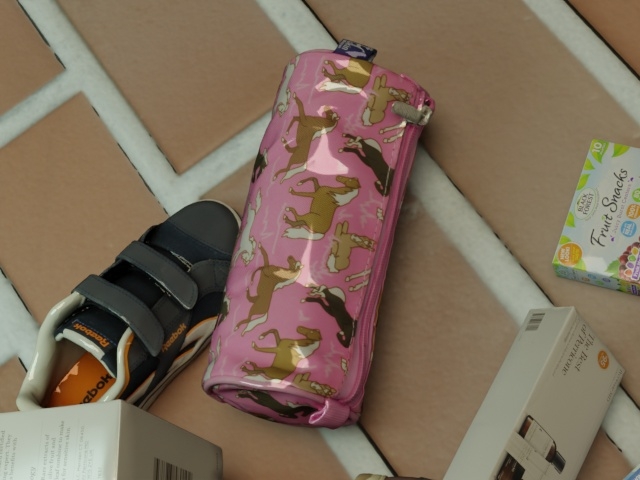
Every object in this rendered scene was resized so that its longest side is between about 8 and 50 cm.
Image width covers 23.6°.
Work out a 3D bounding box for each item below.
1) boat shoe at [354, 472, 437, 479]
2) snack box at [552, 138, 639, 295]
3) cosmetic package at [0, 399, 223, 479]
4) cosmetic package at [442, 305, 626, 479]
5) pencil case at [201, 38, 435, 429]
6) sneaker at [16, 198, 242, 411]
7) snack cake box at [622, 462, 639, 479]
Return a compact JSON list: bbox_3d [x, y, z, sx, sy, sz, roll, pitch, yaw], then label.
[{"bbox_3d":[0.073,0.337,1.328,0.092,0.103,0.285,-9,59,17],"label":"boat shoe"},{"bbox_3d":[0.299,-0.023,1.521,0.100,0.037,0.141,13,72,22],"label":"snack box"},{"bbox_3d":[-0.296,0.258,1.445,0.366,0.197,0.155,-10,66,25],"label":"cosmetic package"},{"bbox_3d":[0.191,0.181,1.389,0.060,0.099,0.239,-7,43,47],"label":"cosmetic package"},{"bbox_3d":[0.000,0.000,1.531,0.160,0.167,0.386,20,71,-15],"label":"pencil case"},{"bbox_3d":[-0.188,0.081,1.564,0.126,0.127,0.321,26,75,25],"label":"sneaker"},{"bbox_3d":[0.280,0.317,1.354,0.264,0.089,0.152,-43,63,-5],"label":"snack cake box"}]
